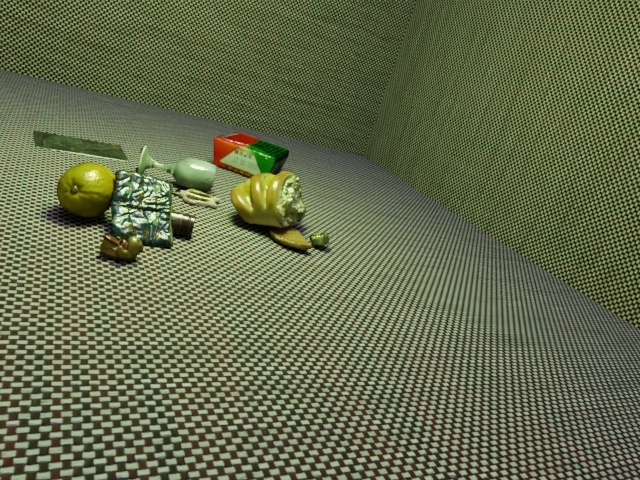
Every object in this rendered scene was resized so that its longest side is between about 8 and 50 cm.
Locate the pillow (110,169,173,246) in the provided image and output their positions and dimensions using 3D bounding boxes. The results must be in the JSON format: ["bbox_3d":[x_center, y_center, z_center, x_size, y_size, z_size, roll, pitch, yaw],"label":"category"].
[{"bbox_3d":[-0.555,-0.100,1.566,0.188,0.034,0.256,10,59,-31],"label":"pillow"}]

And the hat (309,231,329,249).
[{"bbox_3d":[-0.001,0.000,1.972,0.076,0.059,0.077,-16,10,2],"label":"hat"}]

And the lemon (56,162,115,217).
[{"bbox_3d":[-0.722,-0.157,1.562,0.169,0.170,0.207,19,13,1],"label":"lemon"}]

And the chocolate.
[{"bbox_3d":[-0.376,-0.457,2.713,0.341,0.162,0.360,20,18,3],"label":"chocolate"}]

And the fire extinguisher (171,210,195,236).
[{"bbox_3d":[-0.537,-0.069,1.624,0.251,0.075,0.106,13,10,-17],"label":"fire extinguisher"}]

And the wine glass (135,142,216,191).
[{"bbox_3d":[-0.600,-0.298,2.104,0.320,0.144,0.143,16,19,-11],"label":"wine glass"}]

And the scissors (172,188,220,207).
[{"bbox_3d":[-0.567,-0.194,2.021,0.317,0.024,0.160,16,20,-9],"label":"scissors"}]

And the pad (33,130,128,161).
[{"bbox_3d":[-1.053,-0.417,2.205,0.367,0.007,0.247,6,23,-34],"label":"pad"}]

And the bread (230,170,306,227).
[{"bbox_3d":[-0.204,-0.176,1.998,0.270,0.212,0.315,9,11,19],"label":"bread"}]

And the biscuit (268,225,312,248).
[{"bbox_3d":[-0.129,-0.016,1.927,0.144,0.033,0.224,3,20,-30],"label":"biscuit"}]

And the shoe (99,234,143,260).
[{"bbox_3d":[-0.553,0.020,1.388,0.109,0.069,0.072,11,26,-7],"label":"shoe"}]
